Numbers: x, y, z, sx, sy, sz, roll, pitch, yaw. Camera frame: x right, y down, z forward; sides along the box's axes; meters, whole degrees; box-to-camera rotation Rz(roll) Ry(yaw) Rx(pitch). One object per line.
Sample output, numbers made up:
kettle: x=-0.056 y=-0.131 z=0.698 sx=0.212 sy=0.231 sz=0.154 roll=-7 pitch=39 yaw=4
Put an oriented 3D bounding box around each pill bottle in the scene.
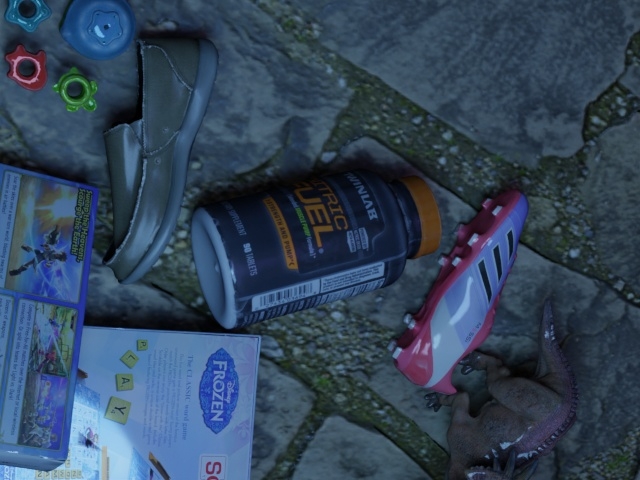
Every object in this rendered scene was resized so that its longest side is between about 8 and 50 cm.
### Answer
pill bottle: x=0.000 y=0.000 z=1.160 sx=0.245 sy=0.130 sz=0.131 roll=-15 pitch=110 yaw=-20

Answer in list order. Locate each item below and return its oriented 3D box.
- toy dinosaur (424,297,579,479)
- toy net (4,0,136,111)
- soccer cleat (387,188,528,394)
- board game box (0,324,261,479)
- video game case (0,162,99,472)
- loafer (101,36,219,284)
toy dinosaur: x=0.221 y=0.220 z=1.277 sx=0.127 sy=0.200 sz=0.296 roll=40 pitch=86 yaw=-27
toy net: x=-0.283 y=-0.220 z=1.027 sx=0.232 sy=0.045 sz=0.122 roll=32 pitch=92 yaw=-26
soccer cleat: x=0.172 y=0.058 z=1.272 sx=0.095 sy=0.083 sz=0.248 roll=31 pitch=96 yaw=-11
board game box: x=-0.227 y=0.240 z=1.101 sx=0.317 sy=0.066 sz=0.319 roll=6 pitch=85 yaw=-18
video game case: x=-0.333 y=0.053 z=0.994 sx=0.244 sy=0.061 sz=0.270 roll=14 pitch=63 yaw=-25
loafer: x=-0.174 y=-0.083 z=1.092 sx=0.087 sy=0.094 sz=0.251 roll=16 pitch=89 yaw=-21
